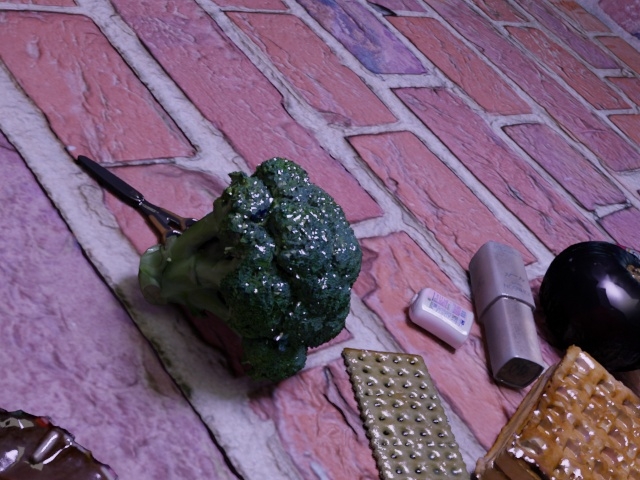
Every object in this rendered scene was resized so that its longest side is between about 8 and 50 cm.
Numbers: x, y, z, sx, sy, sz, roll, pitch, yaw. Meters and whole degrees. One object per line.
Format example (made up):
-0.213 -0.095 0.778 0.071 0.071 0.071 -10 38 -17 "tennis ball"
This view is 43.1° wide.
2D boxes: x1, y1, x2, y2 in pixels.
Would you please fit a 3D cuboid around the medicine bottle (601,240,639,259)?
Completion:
0.613 0.068 1.552 0.217 0.090 0.090 15 39 -22 "medicine bottle"

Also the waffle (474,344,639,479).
0.357 0.292 1.102 0.213 0.091 0.308 41 35 14 "waffle"

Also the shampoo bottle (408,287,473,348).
0.178 0.113 1.222 0.099 0.043 0.072 31 35 0 "shampoo bottle"

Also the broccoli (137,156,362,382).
-0.082 0.038 0.984 0.270 0.269 0.270 -6 38 8 "broccoli"

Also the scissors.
-0.254 -0.054 1.132 0.220 0.017 0.088 36 36 8 "scissors"

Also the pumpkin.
0.477 0.105 1.349 0.233 0.163 0.233 23 37 -19 "pumpkin"

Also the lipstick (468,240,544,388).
0.294 0.113 1.276 0.079 0.077 0.252 20 37 -15 "lipstick"

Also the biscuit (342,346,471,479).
0.115 0.236 1.055 0.139 0.016 0.231 9 41 -26 "biscuit"

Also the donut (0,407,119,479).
-0.269 0.280 0.626 0.259 0.136 0.345 13 40 -27 "donut"
